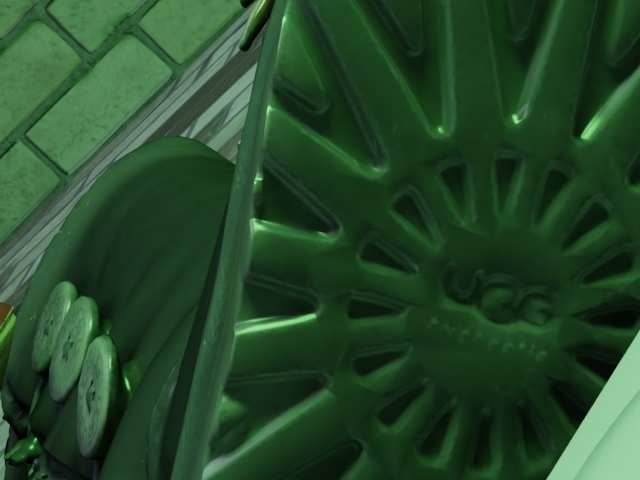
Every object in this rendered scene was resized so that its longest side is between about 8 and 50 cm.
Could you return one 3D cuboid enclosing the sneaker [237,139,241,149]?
[{"bbox_3d":[0.058,-0.116,1.154,0.258,0.091,0.094,-47,12,-2],"label":"sneaker"}]

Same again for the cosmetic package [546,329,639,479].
[{"bbox_3d":[0.131,0.080,0.235,0.284,0.097,0.377,-55,15,-28],"label":"cosmetic package"}]

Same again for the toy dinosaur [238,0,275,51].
[{"bbox_3d":[0.066,-0.089,0.762,0.127,0.200,0.296,-48,11,-12],"label":"toy dinosaur"}]

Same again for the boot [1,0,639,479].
[{"bbox_3d":[-0.001,0.002,0.663,0.367,0.146,0.445,-66,11,-2],"label":"boot"}]

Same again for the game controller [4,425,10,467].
[{"bbox_3d":[-0.042,0.030,1.038,0.319,0.067,0.166,-48,20,-4],"label":"game controller"}]

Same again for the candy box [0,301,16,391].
[{"bbox_3d":[-0.250,0.150,0.796,0.087,0.183,0.316,-68,-5,-63],"label":"candy box"}]
